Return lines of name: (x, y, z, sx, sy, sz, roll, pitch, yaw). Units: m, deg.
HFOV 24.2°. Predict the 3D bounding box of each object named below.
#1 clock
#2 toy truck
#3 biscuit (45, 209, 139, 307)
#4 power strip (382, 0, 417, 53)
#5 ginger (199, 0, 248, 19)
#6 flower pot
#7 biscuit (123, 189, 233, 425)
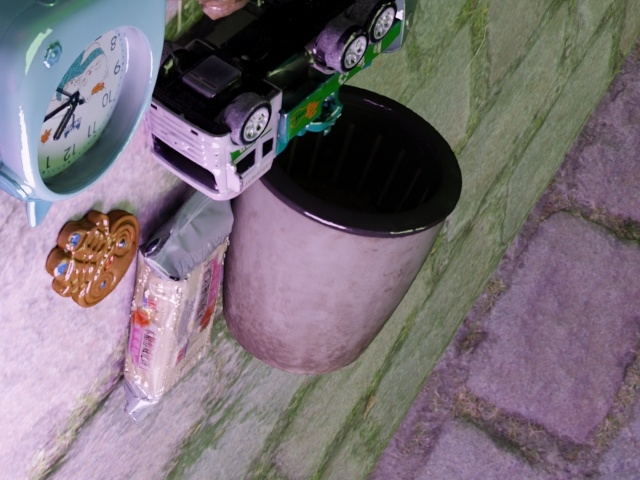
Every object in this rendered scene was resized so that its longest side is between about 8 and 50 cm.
clock: (-0.250, -0.145, 1.433, 0.223, 0.094, 0.274, -42, 155, -45)
toy truck: (-0.047, -0.198, 1.742, 0.363, 0.176, 0.178, -41, 152, -35)
biscuit: (-0.260, 0.021, 1.732, 0.124, 0.026, 0.175, -65, 162, 5)
power strip: (0.091, -0.367, 2.025, 0.253, 0.054, 0.167, 56, 51, -63)
ginger: (-0.084, -0.322, 1.631, 0.290, 0.084, 0.122, -43, 160, -43)
flower pot: (0.000, 0.000, 2.022, 0.293, 0.293, 0.330, -41, 159, -47)
biscuit: (-0.188, 0.077, 1.914, 0.186, 0.079, 0.309, -49, 160, -49)
